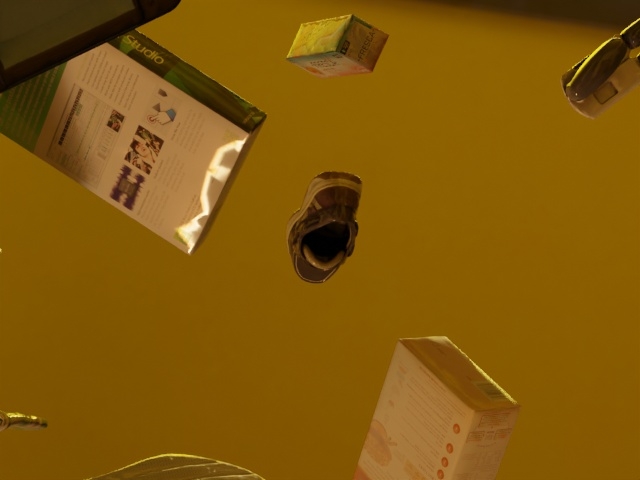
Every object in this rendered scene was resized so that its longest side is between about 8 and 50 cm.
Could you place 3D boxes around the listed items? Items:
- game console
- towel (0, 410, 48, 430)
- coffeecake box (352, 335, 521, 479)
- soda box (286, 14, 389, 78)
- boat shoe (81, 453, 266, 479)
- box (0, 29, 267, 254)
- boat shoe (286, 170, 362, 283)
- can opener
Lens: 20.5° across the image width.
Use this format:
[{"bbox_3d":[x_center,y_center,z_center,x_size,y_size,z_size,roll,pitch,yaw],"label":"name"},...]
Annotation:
[{"bbox_3d":[-0.271,-0.294,1.800,0.173,0.293,0.250,22,-44,59],"label":"game console"},{"bbox_3d":[-0.309,0.158,1.550,0.152,0.113,0.023,56,41,-81],"label":"towel"},{"bbox_3d":[0.117,0.216,1.843,0.142,0.068,0.186,43,-56,46],"label":"coffeecake box"},{"bbox_3d":[0.021,-0.260,2.378,0.058,0.063,0.183,-66,-158,-8],"label":"soda box"},{"bbox_3d":[-0.190,0.310,1.861,0.121,0.335,0.119,39,-62,40],"label":"boat shoe"},{"bbox_3d":[-0.248,-0.153,2.236,0.058,0.322,0.232,-54,176,-49],"label":"box"},{"bbox_3d":[0.001,0.000,2.101,0.223,0.080,0.073,111,-13,-58],"label":"boat shoe"},{"bbox_3d":[0.452,-0.271,2.410,0.076,0.283,0.095,53,-5,0],"label":"can opener"}]
